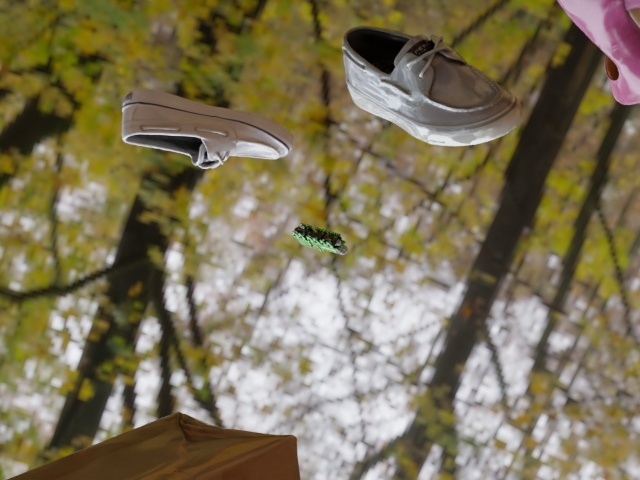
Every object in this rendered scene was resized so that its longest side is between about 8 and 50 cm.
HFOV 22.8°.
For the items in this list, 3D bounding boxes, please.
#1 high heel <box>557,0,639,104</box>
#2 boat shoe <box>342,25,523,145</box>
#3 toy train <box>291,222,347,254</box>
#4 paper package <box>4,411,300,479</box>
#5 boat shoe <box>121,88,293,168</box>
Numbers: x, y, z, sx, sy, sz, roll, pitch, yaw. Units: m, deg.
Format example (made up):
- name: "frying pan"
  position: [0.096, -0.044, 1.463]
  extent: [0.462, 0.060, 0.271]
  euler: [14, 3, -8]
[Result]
- name: "high heel"
  position: [0.260, -0.193, 1.483]
  extent: [0.117, 0.082, 0.244]
  euler: [-3, 161, 2]
- name: "boat shoe"
  position: [0.093, -0.150, 1.472]
  extent: [0.079, 0.081, 0.227]
  euler: [-36, -145, -22]
- name: "toy train"
  position: [0.000, 0.000, 1.517]
  extent: [0.023, 0.017, 0.083]
  euler: [51, 163, -27]
- name: "paper package"
  position: [-0.156, 0.350, 1.383]
  extent: [0.168, 0.324, 0.309]
  euler: [4, -164, 44]
- name: "boat shoe"
  position: [-0.167, -0.146, 2.314]
  extent: [0.258, 0.095, 0.084]
  euler: [11, -113, -13]
